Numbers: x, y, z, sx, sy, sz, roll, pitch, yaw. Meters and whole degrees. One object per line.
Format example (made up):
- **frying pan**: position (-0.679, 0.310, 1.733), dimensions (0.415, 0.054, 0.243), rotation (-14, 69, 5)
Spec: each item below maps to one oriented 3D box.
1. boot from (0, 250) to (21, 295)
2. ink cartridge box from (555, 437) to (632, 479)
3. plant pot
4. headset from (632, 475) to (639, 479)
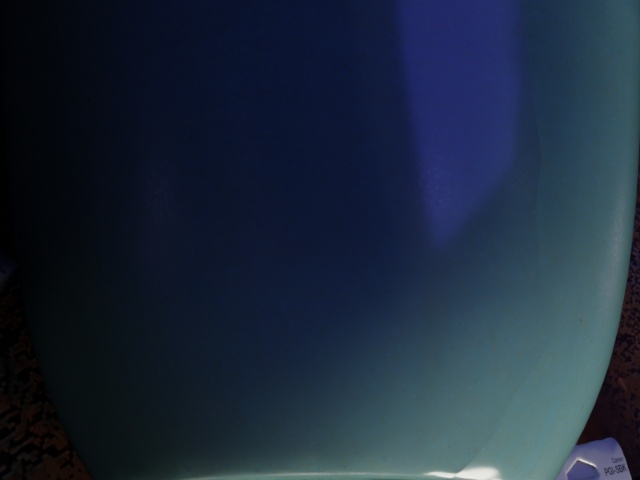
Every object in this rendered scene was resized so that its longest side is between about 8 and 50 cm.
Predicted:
- **boot**: position (-0.227, -0.015, 0.577), dimensions (0.207, 0.094, 0.246), rotation (43, 13, 0)
- **ink cartridge box**: position (0.081, 0.151, 0.824), dimensions (0.099, 0.135, 0.056), rotation (-1, 68, -52)
- **plant pot**: position (0.000, 0.000, 0.718), dimensions (0.293, 0.293, 0.235), rotation (17, 67, -45)
- **headset**: position (0.249, 0.266, 0.896), dimensions (0.243, 0.185, 0.394), rotation (60, 20, -13)
